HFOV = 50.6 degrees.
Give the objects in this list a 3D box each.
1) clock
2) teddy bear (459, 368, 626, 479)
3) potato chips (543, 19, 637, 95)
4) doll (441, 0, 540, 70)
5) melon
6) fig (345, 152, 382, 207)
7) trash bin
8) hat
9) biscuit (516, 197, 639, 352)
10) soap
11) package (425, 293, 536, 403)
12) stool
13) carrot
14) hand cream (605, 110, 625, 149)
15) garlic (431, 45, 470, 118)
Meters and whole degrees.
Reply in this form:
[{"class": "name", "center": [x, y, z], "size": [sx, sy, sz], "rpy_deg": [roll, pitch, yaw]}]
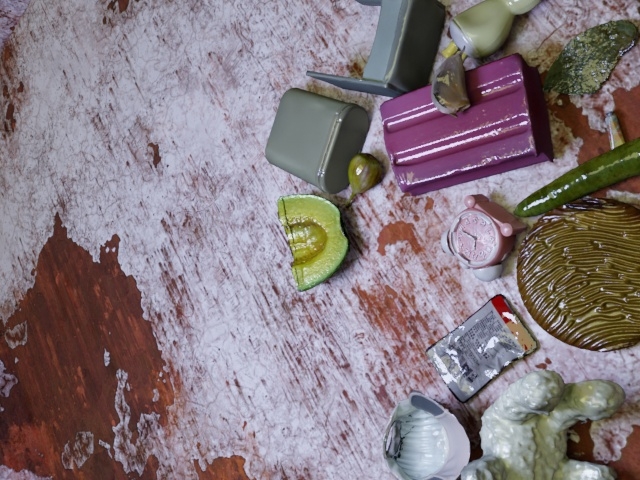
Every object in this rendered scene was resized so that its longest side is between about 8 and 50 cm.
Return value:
[{"class": "clock", "center": [0.366, -0.004, 1.535], "size": [0.166, 0.093, 0.162], "rpy_deg": [43, 122, 31]}, {"class": "teddy bear", "center": [0.432, 0.490, 1.315], "size": [0.375, 0.327, 0.362], "rpy_deg": [121, 156, -56]}, {"class": "potato chips", "center": [0.571, -0.379, 1.436], "size": [0.209, 0.026, 0.142], "rpy_deg": [-17, 79, 36]}, {"class": "doll", "center": [0.403, -0.505, 1.526], "size": [0.296, 0.117, 0.141], "rpy_deg": [-34, 36, 19]}, {"class": "melon", "center": [0.000, 0.000, 1.799], "size": [0.169, 0.129, 0.265], "rpy_deg": [-17, 72, 13]}, {"class": "fig", "center": [0.114, -0.147, 1.754], "size": [0.093, 0.093, 0.166], "rpy_deg": [28, 132, 35]}, {"class": "trash bin", "center": [-0.016, -0.277, 1.823], "size": [0.247, 0.121, 0.243], "rpy_deg": [29, 105, 38]}, {"class": "hat", "center": [0.252, 0.456, 1.509], "size": [0.275, 0.161, 0.232], "rpy_deg": [141, 132, -65]}, {"class": "biscuit", "center": [0.558, 0.071, 1.386], "size": [0.318, 0.040, 0.318], "rpy_deg": [2, 93, 33]}, {"class": "soap", "center": [0.325, -0.252, 1.551], "size": [0.359, 0.128, 0.233], "rpy_deg": [-13, 77, 36]}, {"class": "package", "center": [0.363, 0.249, 1.549], "size": [0.239, 0.030, 0.154], "rpy_deg": [-46, 61, 26]}, {"class": "stool", "center": [0.137, -0.496, 1.685], "size": [0.269, 0.170, 0.244], "rpy_deg": [20, 98, 37]}, {"class": "carrot", "center": [0.560, -0.129, 1.403], "size": [0.358, 0.074, 0.074], "rpy_deg": [-27, 71, 36]}, {"class": "hand cream", "center": [0.611, -0.218, 1.397], "size": [0.035, 0.022, 0.102], "rpy_deg": [-15, 82, 29]}, {"class": "garlic", "center": [0.283, -0.341, 1.484], "size": [0.084, 0.066, 0.152], "rpy_deg": [-6, 81, 10]}]
